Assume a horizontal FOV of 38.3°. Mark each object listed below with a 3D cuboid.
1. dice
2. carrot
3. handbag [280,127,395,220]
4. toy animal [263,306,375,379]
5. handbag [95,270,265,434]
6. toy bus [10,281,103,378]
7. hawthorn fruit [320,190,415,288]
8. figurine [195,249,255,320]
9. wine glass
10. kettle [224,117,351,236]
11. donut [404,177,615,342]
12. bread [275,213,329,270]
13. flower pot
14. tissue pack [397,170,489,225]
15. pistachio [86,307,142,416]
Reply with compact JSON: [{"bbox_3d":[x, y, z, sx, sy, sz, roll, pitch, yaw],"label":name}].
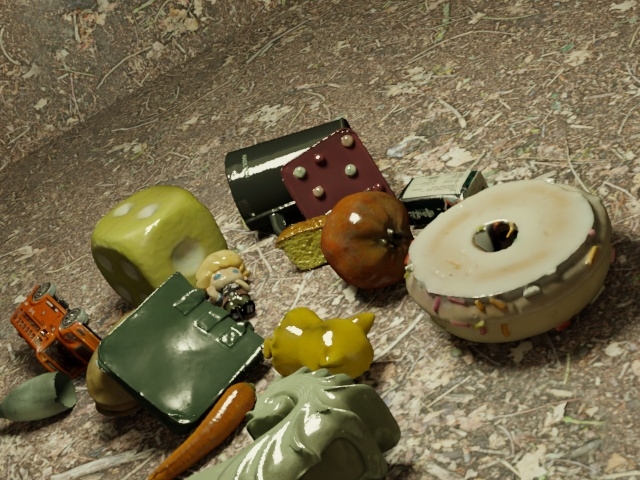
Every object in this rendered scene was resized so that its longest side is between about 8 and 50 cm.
[{"bbox_3d":[-0.376,0.026,2.156,0.233,0.238,0.227,6,42,46],"label":"dice"},{"bbox_3d":[-0.211,0.358,1.678,0.066,0.062,0.271,34,65,21],"label":"carrot"},{"bbox_3d":[0.036,-0.124,2.084,0.203,0.216,0.074,-31,-8,3],"label":"handbag"},{"bbox_3d":[-0.009,0.192,1.688,0.230,0.156,0.156,-2,38,44],"label":"toy animal"},{"bbox_3d":[-0.269,0.214,1.787,0.247,0.079,0.260,38,59,12],"label":"handbag"},{"bbox_3d":[-0.603,0.219,2.147,0.153,0.143,0.329,-48,34,-14],"label":"toy bus"},{"bbox_3d":[0.081,0.004,1.877,0.199,0.199,0.251,-42,16,-24],"label":"hawthorn fruit"},{"bbox_3d":[-0.206,0.102,2.037,0.114,0.108,0.196,-32,35,-1],"label":"figurine"},{"bbox_3d":[-0.720,0.295,1.995,0.309,0.264,0.096,-20,14,13],"label":"wine glass"},{"bbox_3d":[-0.054,-0.151,2.214,0.308,0.203,0.262,-18,28,11],"label":"kettle"},{"bbox_3d":[0.333,0.040,1.634,0.383,0.142,0.382,-21,29,12],"label":"donut"},{"bbox_3d":[0.000,0.000,2.020,0.187,0.103,0.065,-21,30,16],"label":"bread"},{"bbox_3d":[-0.065,0.365,1.433,0.367,0.164,0.254,-44,27,-26],"label":"flower pot"},{"bbox_3d":[0.262,-0.088,1.953,0.170,0.090,0.103,-5,36,38],"label":"tissue pack"},{"bbox_3d":[-0.356,0.233,1.894,0.181,0.162,0.293,33,58,24],"label":"pistachio"}]
